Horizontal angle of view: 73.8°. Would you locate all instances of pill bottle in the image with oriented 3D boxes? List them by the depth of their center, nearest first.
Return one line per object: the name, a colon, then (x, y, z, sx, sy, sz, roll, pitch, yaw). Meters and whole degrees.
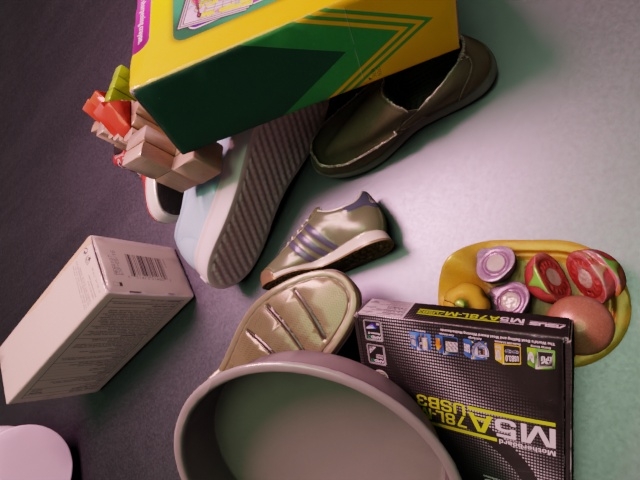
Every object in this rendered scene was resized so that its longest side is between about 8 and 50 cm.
pill bottle: (-0.653, 0.475, 0.804, 0.363, 0.210, 0.210, -26, 69, 27)

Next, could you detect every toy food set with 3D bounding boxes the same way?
toy food set: (0.211, 0.058, 0.405, 0.218, 0.071, 0.128, -2, 81, 32)

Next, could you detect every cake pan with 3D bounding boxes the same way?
cake pan: (-0.006, 0.233, 0.433, 0.294, 0.054, 0.293, 5, 111, 14)

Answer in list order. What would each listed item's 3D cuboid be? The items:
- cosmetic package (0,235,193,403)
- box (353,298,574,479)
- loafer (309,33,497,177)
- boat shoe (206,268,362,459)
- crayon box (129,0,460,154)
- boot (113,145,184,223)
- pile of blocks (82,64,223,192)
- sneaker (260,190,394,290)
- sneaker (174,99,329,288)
cosmetic package: (-0.379, 0.139, 0.717, 0.309, 0.160, 0.113, -41, 62, 19)
box: (0.135, 0.153, 0.412, 0.191, 0.045, 0.184, 2, 108, 32)
loafer: (0.079, -0.166, 0.515, 0.251, 0.087, 0.094, -31, 67, 25)
boat shoe: (-0.051, 0.151, 0.536, 0.302, 0.103, 0.113, -48, 64, 17)
crayon box: (-0.051, -0.309, 0.509, 0.313, 0.106, 0.362, -17, 56, 9)
boot: (-0.307, -0.122, 0.759, 0.176, 0.088, 0.244, -21, 63, 29)
pile of blocks: (-0.253, -0.186, 0.601, 0.362, 0.113, 0.148, 31, 93, 44)
sneaker: (0.000, 0.000, 0.559, 0.192, 0.064, 0.086, -23, 63, 27)
sneaker: (-0.120, -0.121, 0.608, 0.150, 0.135, 0.365, 32, 99, 29)
